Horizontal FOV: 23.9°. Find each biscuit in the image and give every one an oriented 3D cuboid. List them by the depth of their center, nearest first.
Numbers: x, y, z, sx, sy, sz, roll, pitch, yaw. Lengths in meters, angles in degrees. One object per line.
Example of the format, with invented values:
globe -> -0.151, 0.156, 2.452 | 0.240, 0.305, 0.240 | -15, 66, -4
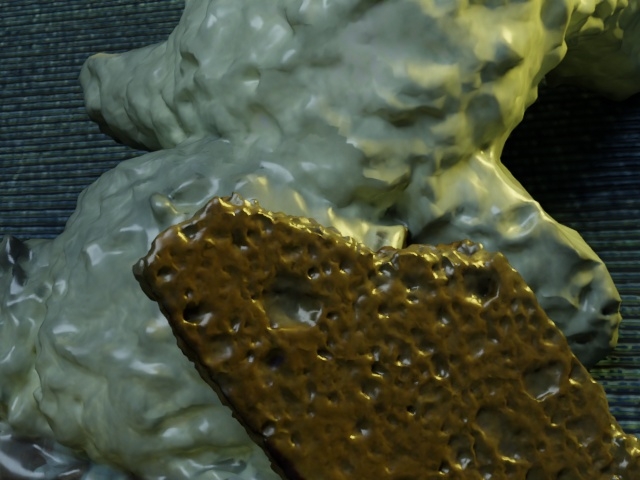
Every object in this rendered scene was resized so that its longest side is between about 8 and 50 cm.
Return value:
biscuit -> 0.041, 0.066, 0.617 | 0.131, 0.237, 0.026 | -38, 3, -17

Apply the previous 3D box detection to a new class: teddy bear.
teddy bear -> 0.000, 0.000, 0.784 | 0.327, 0.362, 0.375 | 20, 10, 21
